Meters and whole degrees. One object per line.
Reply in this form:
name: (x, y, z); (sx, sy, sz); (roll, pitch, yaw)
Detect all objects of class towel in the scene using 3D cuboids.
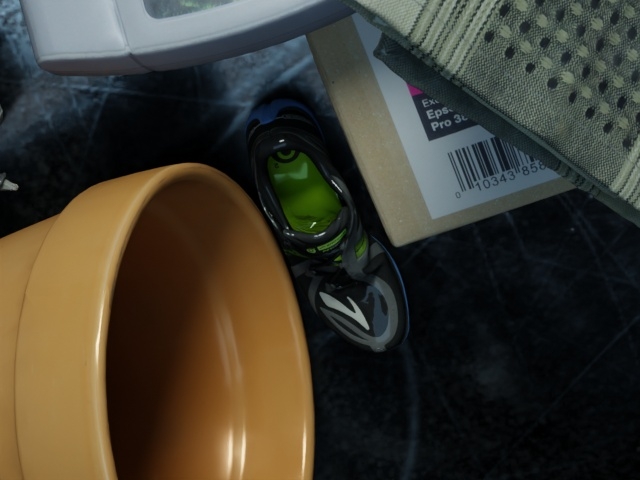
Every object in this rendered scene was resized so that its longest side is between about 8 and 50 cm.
towel: (0.165, -0.195, 0.943); (0.312, 0.056, 0.324); (32, 82, -35)

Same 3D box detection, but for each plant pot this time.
plant pot: (-0.151, 0.106, 1.097); (0.203, 0.291, 0.291); (-6, 115, 23)

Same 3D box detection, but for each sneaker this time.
sneaker: (0.000, 0.000, 1.134); (0.067, 0.078, 0.188); (-22, 113, 11)

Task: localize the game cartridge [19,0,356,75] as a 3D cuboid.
game cartridge: (-0.046, -0.210, 1.004); (0.294, 0.060, 0.196); (-19, 83, 10)

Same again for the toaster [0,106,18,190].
toaster: (-0.305, -0.059, 1.101); (0.185, 0.110, 0.168); (43, 110, -15)

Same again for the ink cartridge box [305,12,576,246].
ink cartridge box: (0.119, -0.126, 1.068); (0.234, 0.088, 0.193); (-19, 114, 11)
